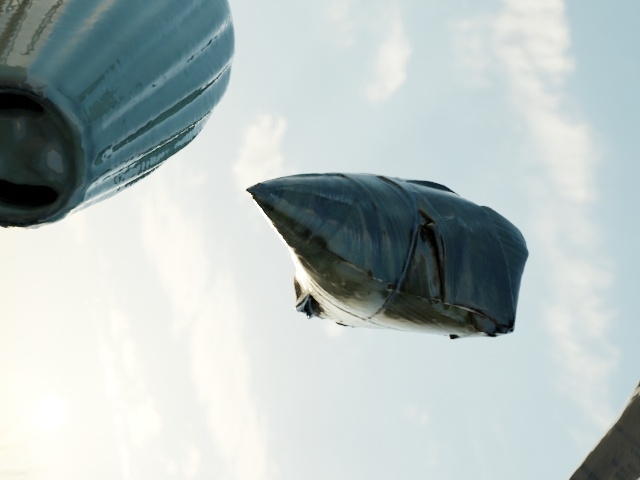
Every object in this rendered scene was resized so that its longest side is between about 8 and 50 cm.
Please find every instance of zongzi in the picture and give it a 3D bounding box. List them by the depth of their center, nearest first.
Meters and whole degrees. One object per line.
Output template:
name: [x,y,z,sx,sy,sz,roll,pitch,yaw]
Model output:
zongzi: [0.000,0.000,1.111,0.286,0.300,0.138,-3,-106,56]

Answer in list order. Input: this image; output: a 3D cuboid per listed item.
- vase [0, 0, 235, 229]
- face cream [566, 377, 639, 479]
vase: [-0.112,-0.079,0.577,0.248,0.128,0.128,-81,176,-67]
face cream: [0.283,0.228,1.132,0.420,0.137,0.235,-51,-175,5]
